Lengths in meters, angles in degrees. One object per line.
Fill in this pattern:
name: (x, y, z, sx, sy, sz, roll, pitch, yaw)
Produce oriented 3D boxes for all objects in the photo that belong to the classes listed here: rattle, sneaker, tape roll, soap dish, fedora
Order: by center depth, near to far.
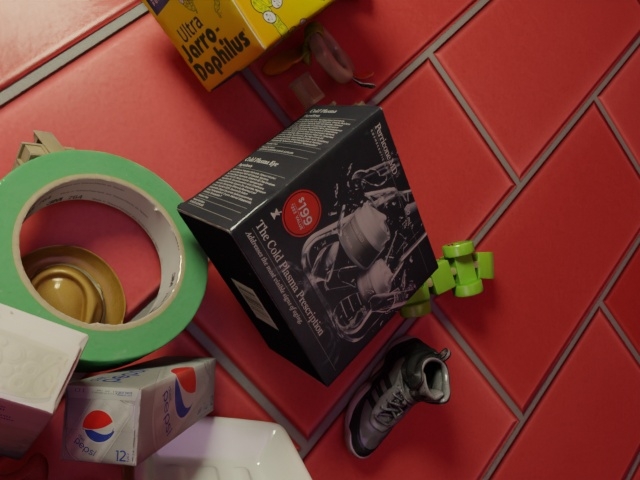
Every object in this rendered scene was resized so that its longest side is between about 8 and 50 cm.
tape roll: (-0.326, 0.026, 0.741, 0.321, 0.077, 0.322, 22, 54, -33)
fedora: (-0.394, 0.101, 0.770, 0.194, 0.079, 0.195, 2, 86, -25)
soap dish: (-0.166, 0.380, 0.785, 0.290, 0.229, 0.118, 15, 97, -24)
sneaker: (0.153, 0.306, 0.970, 0.101, 0.153, 0.269, 41, 71, -17)
rattle: (0.008, -0.332, 1.013, 0.130, 0.143, 0.199, 51, 19, 23)

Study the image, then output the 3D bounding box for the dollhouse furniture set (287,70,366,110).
dollhouse furniture set: (0.015, -0.245, 1.002, 0.182, 0.101, 0.161, 53, 43, -12)

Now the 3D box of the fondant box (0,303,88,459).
fondant box: (-0.444, 0.163, 0.602, 0.238, 0.330, 0.096, 27, 49, -21)

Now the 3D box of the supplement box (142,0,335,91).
supplement box: (-0.088, -0.446, 0.850, 0.357, 0.194, 0.195, -48, 113, -31)

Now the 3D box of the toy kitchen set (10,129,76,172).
toy kitchen set: (-0.442, -0.124, 0.796, 0.068, 0.075, 0.083, 46, 25, 23)

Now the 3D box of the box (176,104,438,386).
box: (0.000, 0.000, 0.848, 0.312, 0.178, 0.343, -43, 126, -23)

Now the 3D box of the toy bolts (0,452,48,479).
toy bolts: (-0.378, 0.418, 0.667, 0.218, 0.158, 0.229, -8, 116, -30)

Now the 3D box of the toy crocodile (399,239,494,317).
toy crocodile: (0.234, 0.080, 1.064, 0.340, 0.105, 0.115, -16, 93, -21)

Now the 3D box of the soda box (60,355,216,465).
soda box: (-0.238, 0.227, 0.717, 0.097, 0.286, 0.091, 1, 84, 7)
